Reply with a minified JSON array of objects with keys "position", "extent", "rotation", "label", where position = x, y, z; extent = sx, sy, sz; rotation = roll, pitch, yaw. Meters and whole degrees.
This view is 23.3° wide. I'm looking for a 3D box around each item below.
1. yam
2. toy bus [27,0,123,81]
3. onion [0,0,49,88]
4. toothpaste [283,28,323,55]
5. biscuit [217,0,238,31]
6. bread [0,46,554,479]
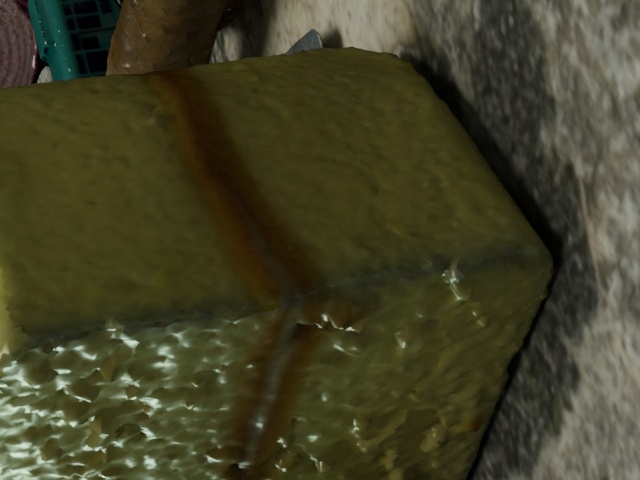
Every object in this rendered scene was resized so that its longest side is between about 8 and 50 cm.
[{"position":[-0.066,-0.184,0.892],"extent":[0.357,0.081,0.081],"rotation":[117,138,-53],"label":"yam"},{"position":[-0.179,-0.154,1.248],"extent":[0.079,0.091,0.160],"rotation":[134,123,-65],"label":"toy bus"},{"position":[-0.341,-0.225,1.556],"extent":[0.200,0.200,0.207],"rotation":[-121,15,-44],"label":"onion"},{"position":[0.000,0.000,0.900],"extent":[0.089,0.057,0.234],"rotation":[160,106,-74],"label":"toothpaste"},{"position":[-0.108,-0.228,1.083],"extent":[0.186,0.036,0.192],"rotation":[166,92,-67],"label":"biscuit"},{"position":[-0.059,0.043,0.767],"extent":[0.236,0.263,0.198],"rotation":[97,156,-44],"label":"bread"}]
